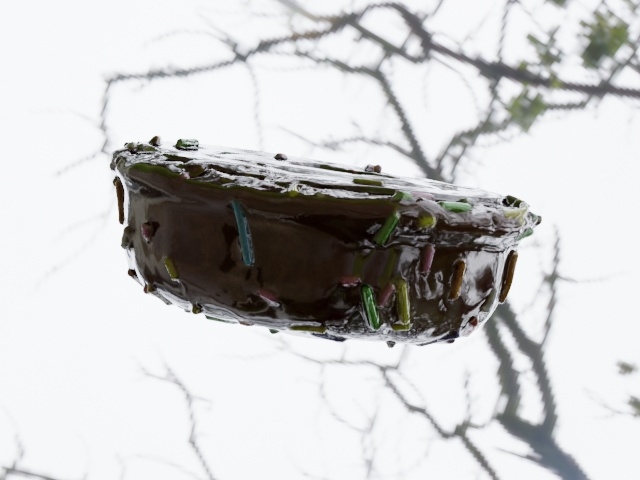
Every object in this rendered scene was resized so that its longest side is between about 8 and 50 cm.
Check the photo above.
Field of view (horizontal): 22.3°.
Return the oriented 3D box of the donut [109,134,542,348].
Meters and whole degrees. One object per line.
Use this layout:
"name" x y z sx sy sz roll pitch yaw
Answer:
"donut" 0.000 0.000 0.878 0.235 0.235 0.089 13 -83 45
